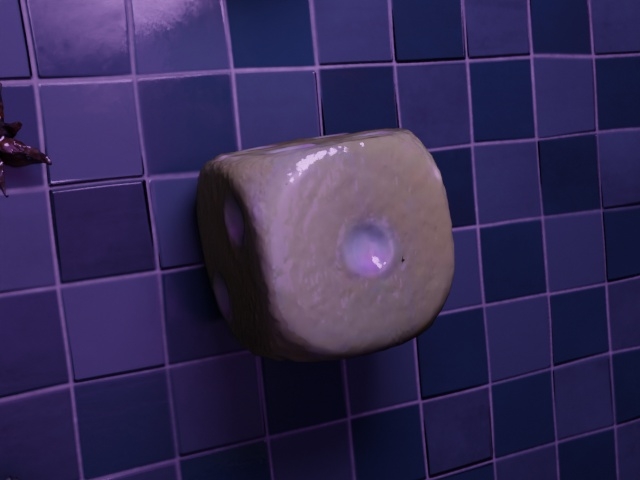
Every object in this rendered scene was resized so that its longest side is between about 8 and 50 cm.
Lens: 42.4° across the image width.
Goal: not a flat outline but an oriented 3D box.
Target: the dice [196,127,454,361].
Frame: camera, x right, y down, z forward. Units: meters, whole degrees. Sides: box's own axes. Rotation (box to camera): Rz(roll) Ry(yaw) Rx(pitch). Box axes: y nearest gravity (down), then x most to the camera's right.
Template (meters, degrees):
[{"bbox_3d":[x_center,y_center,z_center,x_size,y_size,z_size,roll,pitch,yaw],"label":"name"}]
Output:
[{"bbox_3d":[0.000,0.000,1.021,0.251,0.249,0.255,-12,98,-23],"label":"dice"}]

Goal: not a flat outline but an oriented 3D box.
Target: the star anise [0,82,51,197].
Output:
[{"bbox_3d":[-0.391,-0.102,0.939,0.129,0.056,0.124,-34,95,-22],"label":"star anise"}]

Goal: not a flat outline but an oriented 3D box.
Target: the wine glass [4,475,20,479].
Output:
[{"bbox_3d":[-0.422,0.417,0.915,0.321,0.143,0.143,-47,110,-15],"label":"wine glass"}]
